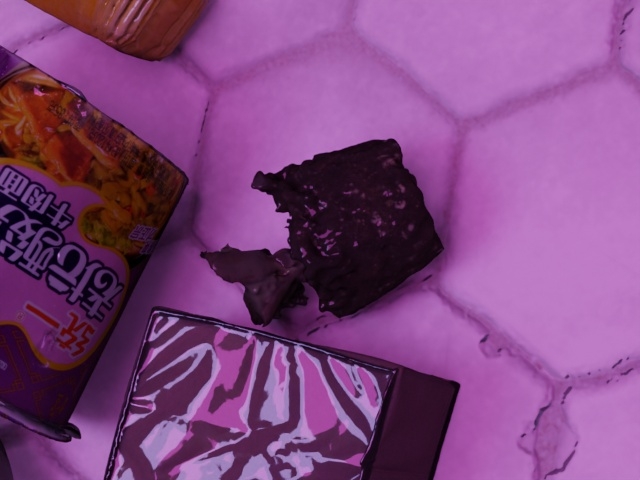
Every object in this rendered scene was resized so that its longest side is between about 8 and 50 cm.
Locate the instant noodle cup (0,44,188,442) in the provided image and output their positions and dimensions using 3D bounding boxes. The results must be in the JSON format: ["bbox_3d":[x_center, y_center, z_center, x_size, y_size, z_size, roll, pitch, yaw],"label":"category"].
[{"bbox_3d":[-0.291,-0.014,1.337,0.340,0.340,0.266,31,83,21],"label":"instant noodle cup"}]

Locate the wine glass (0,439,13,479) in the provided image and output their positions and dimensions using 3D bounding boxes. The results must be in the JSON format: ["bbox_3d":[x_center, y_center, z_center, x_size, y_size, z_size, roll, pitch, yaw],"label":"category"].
[{"bbox_3d":[-0.334,0.277,1.359,0.143,0.143,0.321,-24,88,16],"label":"wine glass"}]

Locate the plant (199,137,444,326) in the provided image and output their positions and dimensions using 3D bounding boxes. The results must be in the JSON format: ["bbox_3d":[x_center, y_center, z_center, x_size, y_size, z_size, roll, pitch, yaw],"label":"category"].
[{"bbox_3d":[0.000,0.000,1.298,0.203,0.142,0.131,-26,57,-6],"label":"plant"}]

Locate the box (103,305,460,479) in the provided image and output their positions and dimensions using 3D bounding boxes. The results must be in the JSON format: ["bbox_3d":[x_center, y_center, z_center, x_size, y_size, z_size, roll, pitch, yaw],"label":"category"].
[{"bbox_3d":[-0.037,0.172,1.289,0.252,0.153,0.188,15,88,23],"label":"box"}]

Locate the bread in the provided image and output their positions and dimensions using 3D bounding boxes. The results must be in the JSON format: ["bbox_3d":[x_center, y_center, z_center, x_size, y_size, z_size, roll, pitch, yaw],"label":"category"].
[{"bbox_3d":[-0.248,-0.277,1.424,0.288,0.152,0.119,31,100,21],"label":"bread"}]
